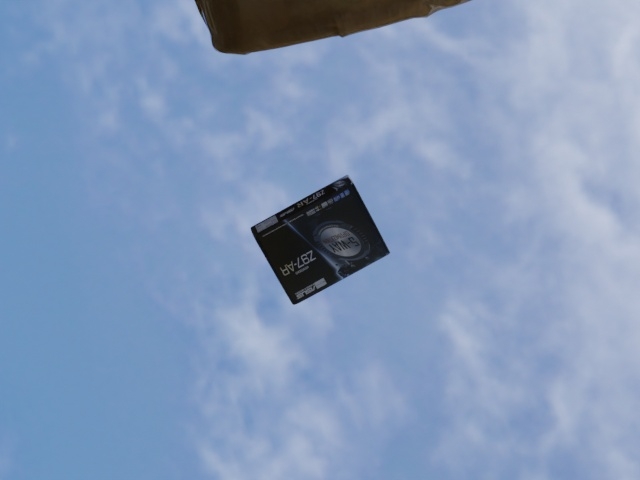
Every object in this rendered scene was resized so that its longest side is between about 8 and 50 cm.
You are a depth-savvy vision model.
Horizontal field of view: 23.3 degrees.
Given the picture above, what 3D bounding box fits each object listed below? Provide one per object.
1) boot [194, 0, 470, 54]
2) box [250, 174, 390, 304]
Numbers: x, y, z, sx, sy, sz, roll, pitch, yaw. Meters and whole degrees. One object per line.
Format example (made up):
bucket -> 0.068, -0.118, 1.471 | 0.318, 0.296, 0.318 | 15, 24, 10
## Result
boot -> 0.037, -0.219, 0.528 | 0.236, 0.089, 0.269 | -9, -70, 18
box -> 0.000, 0.000, 1.142 | 0.067, 0.083, 0.018 | 62, 0, -26
